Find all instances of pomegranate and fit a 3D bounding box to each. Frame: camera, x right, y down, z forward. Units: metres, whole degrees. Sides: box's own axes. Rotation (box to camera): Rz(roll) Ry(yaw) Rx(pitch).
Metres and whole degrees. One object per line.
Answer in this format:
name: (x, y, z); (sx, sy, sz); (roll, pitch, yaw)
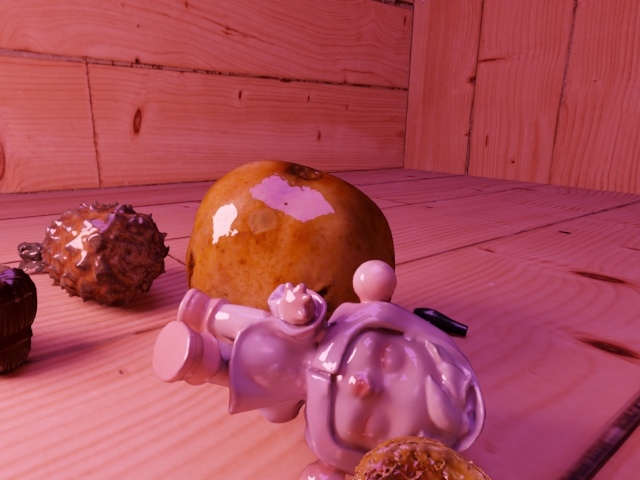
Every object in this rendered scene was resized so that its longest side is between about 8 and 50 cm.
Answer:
pomegranate: (-0.033, 0.032, 0.552); (0.261, 0.260, 0.260); (1, 15, 0)

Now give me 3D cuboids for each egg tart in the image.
egg tart: (0.066, 0.191, 0.278); (0.129, 0.049, 0.128); (6, 41, -6)

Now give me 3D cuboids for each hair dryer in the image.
hair dryer: (0.158, 0.129, 0.627); (0.079, 0.031, 0.083); (17, 34, 23)

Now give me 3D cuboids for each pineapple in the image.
pineapple: (-0.412, 0.019, 0.767); (0.361, 0.174, 0.175); (0, 12, 35)

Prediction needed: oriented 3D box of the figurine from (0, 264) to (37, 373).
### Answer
figurine: (-0.486, 0.059, 0.542); (0.316, 0.167, 0.187); (3, -12, 15)

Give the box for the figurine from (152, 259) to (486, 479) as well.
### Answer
figurine: (0.005, 0.111, 0.383); (0.276, 0.200, 0.133); (17, -13, -2)
